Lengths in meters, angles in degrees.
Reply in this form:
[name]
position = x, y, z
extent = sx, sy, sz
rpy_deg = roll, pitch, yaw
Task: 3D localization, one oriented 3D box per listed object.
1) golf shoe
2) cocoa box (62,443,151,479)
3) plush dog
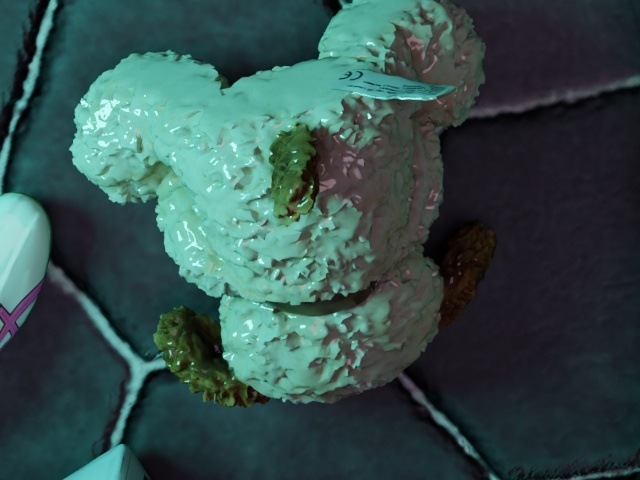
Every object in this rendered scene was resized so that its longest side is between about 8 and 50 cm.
[golf shoe]
position = -0.226, 0.054, 1.130
extent = 0.067, 0.086, 0.186
rpy_deg = 33, 95, -8
[cocoa box]
position = -0.132, 0.351, 1.115
extent = 0.228, 0.231, 0.347
rpy_deg = -30, 101, 4
[plush dog]
position = 0.000, 0.000, 1.099
extent = 0.262, 0.210, 0.225
rpy_deg = -17, 124, -1
